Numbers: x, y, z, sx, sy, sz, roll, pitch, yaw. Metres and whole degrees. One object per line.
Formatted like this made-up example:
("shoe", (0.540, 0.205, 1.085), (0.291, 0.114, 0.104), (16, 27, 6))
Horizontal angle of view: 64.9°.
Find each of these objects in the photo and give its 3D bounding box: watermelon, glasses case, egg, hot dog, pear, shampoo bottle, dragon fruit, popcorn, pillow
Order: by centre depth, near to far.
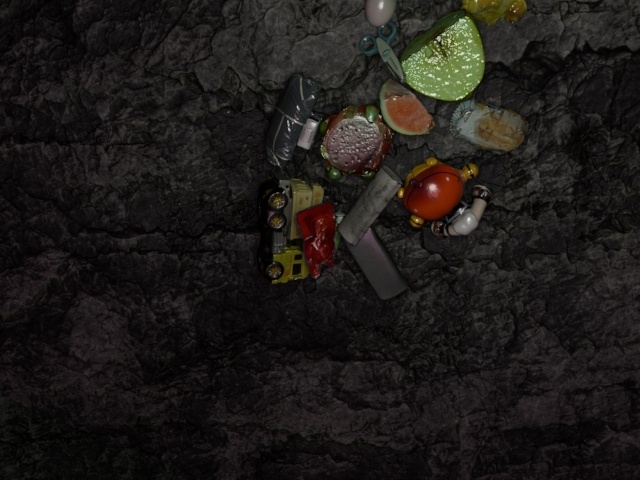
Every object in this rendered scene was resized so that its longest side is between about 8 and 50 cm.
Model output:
("popcorn", (0.547, -0.758, 1.596), (0.194, 0.174, 0.168), (6, 153, -22))
("egg", (0.198, -0.773, 1.650), (0.103, 0.103, 0.135), (14, 115, 1))
("pear", (0.426, -0.585, 1.661), (0.292, 0.159, 0.293), (8, 122, 12))
("watermelon", (0.281, -0.459, 1.740), (0.128, 0.146, 0.231), (-36, 129, 20))
("hot dog", (0.587, -0.396, 1.754), (0.270, 0.082, 0.163), (17, 125, -9))
("pillow", (-0.111, -0.427, 1.794), (0.092, 0.161, 0.335), (5, 125, -42))
("dragon fruit", (0.122, -0.347, 1.801), (0.268, 0.130, 0.295), (39, 110, -12))
("glasses case", (0.176, -0.123, 1.831), (0.299, 0.060, 0.114), (-54, 52, 27))
("shampoo bottle", (0.052, -0.016, 1.974), (0.065, 0.065, 0.205), (18, 111, 0))
("glasses case", (0.217, 0.083, 1.985), (0.131, 0.074, 0.323), (-28, 105, 17))

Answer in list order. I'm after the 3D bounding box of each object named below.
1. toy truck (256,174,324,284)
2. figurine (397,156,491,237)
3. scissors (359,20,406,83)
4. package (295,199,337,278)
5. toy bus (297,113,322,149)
("toy truck", (-0.120, -0.044, 1.922), (0.253, 0.181, 0.406), (-1, 110, -17))
("figurine", (0.429, -0.156, 1.806), (0.323, 0.196, 0.320), (34, 117, -17))
("scissors", (0.221, -0.608, 1.644), (0.138, 0.289, 0.041), (-30, 146, 16))
("package", (0.000, 0.000, 1.870), (0.071, 0.194, 0.270), (12, 117, 34))
("toy bus", (-0.043, -0.397, 1.836), (0.060, 0.075, 0.123), (21, 112, -1))
